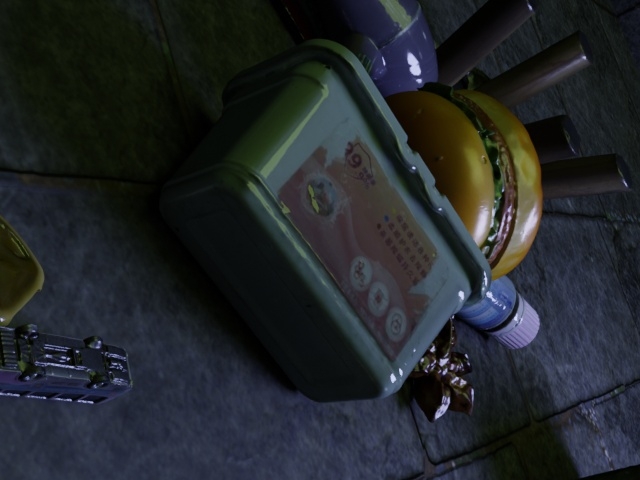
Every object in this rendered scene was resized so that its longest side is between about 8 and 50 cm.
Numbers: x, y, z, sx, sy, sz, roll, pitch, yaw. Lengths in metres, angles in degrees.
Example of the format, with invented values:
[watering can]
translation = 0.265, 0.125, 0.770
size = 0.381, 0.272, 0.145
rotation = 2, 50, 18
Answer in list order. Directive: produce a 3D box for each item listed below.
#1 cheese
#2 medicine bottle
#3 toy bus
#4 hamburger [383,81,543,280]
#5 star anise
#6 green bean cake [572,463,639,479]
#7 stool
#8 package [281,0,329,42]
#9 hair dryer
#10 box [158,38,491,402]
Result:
[cheese]
translation = -0.254, -0.016, 0.669
size = 0.162, 0.036, 0.086
rotation = 57, 30, -16
[medicine bottle]
translation = 0.211, 0.073, 1.297
size = 0.203, 0.083, 0.083
rotation = 37, 41, -38
[toy bus]
translation = -0.188, 0.087, 0.686
size = 0.131, 0.052, 0.036
rotation = 20, 49, -54
[hamburger]
translation = 0.112, -0.050, 1.096
size = 0.170, 0.246, 0.246
rotation = -6, 73, -36
[star anise]
translation = 0.130, 0.138, 1.154
size = 0.168, 0.057, 0.167
rotation = 24, 60, -50
[green bean cake]
translation = 0.434, 0.360, 1.284
size = 0.250, 0.247, 0.156
rotation = 7, 64, -56
[stool]
translation = 0.271, -0.187, 1.440
size = 0.310, 0.226, 0.310
rotation = 18, 55, -54
[package]
translation = 0.008, -0.316, 1.304
size = 0.154, 0.030, 0.239
rotation = 58, 31, -15
[hair dryer]
translation = 0.002, -0.216, 1.136
size = 0.301, 0.121, 0.361
rotation = 53, 43, -28
[box]
translation = 0.000, 0.000, 0.932
size = 0.311, 0.175, 0.182
rotation = 54, 50, -21
